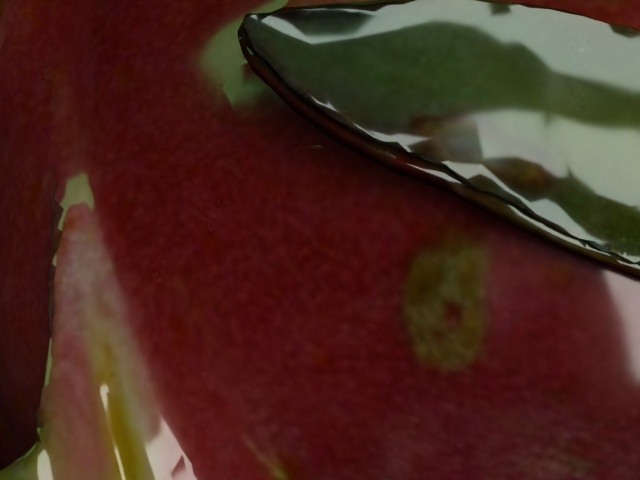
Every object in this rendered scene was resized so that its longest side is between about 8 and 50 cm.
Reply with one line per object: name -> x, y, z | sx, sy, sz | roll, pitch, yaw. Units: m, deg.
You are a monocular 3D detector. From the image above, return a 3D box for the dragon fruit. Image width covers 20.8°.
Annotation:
dragon fruit -> 0.000, 0.000, 0.446 | 0.225, 0.305, 0.305 | 10, 79, -6
